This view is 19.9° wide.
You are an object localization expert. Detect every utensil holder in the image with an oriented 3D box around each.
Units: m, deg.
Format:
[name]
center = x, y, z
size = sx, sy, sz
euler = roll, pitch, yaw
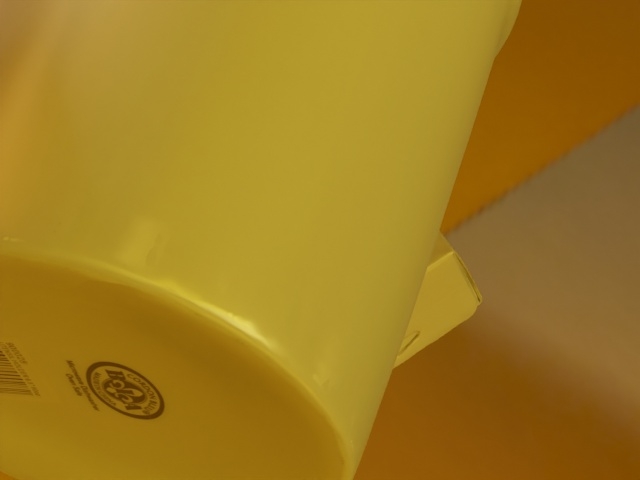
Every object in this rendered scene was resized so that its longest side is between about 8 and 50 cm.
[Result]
[utensil holder]
center = -0.070, -0.060, 1.115
size = 0.327, 0.327, 0.385
euler = -21, -139, 45

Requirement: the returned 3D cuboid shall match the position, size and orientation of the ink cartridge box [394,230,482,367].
[ink cartridge box]
center = 0.000, 0.000, 1.830
size = 0.201, 0.117, 0.278
euler = -34, -124, -2
